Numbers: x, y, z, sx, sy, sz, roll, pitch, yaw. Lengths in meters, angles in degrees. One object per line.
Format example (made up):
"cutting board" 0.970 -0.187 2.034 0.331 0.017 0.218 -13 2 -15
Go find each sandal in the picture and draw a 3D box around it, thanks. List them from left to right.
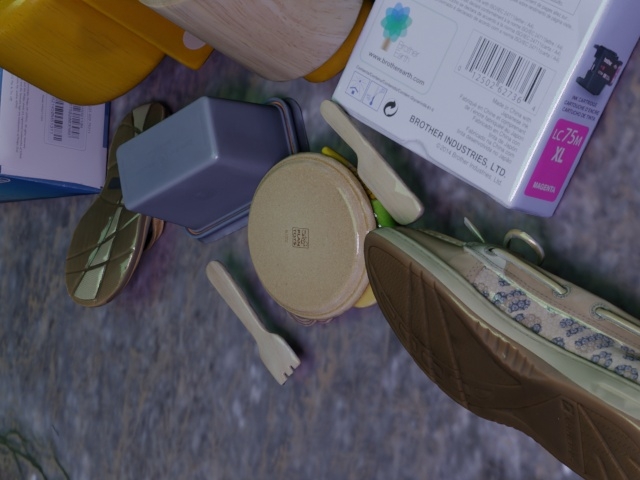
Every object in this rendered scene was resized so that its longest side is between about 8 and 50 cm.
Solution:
"sandal" -0.155 -0.026 1.282 0.072 0.049 0.180 6 72 37

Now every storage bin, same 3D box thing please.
"storage bin" -0.089 -0.066 1.197 0.135 0.091 0.098 -25 67 35

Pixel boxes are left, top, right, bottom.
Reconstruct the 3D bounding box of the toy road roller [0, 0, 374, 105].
"toy road roller" -0.143 -0.194 1.161 0.240 0.202 0.329 -52 46 9

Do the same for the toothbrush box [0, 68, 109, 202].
"toothbrush box" -0.329 -0.144 1.398 0.296 0.126 0.216 -4 81 40

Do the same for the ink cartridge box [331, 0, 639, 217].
"ink cartridge box" 0.142 -0.193 1.033 0.186 0.065 0.311 35 109 40

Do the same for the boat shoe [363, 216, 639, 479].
"boat shoe" 0.140 0.065 0.981 0.285 0.089 0.104 37 149 37

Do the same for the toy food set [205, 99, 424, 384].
"toy food set" 0.000 0.000 1.132 0.132 0.039 0.192 53 125 23
